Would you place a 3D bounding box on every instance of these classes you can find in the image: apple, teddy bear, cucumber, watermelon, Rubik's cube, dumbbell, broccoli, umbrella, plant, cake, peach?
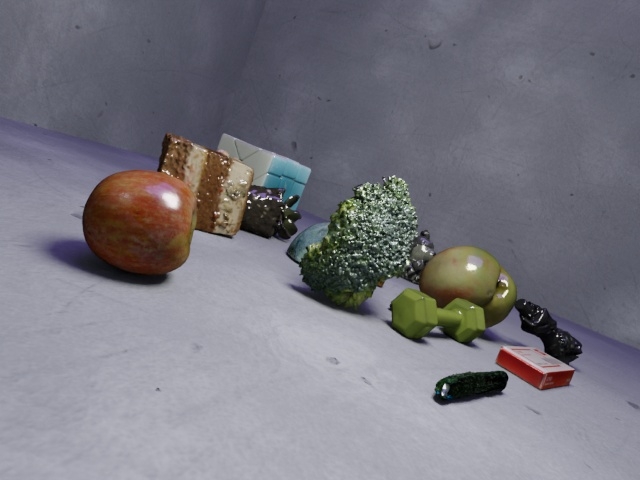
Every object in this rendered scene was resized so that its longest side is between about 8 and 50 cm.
[{"bbox_3d":[-0.315,-0.033,0.741,0.174,0.188,0.188,9,9,-9],"label":"apple"},{"bbox_3d":[0.434,0.082,1.859,0.171,0.250,0.144,-2,19,-35],"label":"teddy bear"},{"bbox_3d":[0.282,0.266,0.774,0.257,0.043,0.044,13,6,-43],"label":"cucumber"},{"bbox_3d":[0.003,-0.006,1.444,0.188,0.175,0.322,23,7,10],"label":"watermelon"},{"bbox_3d":[-0.289,-0.255,1.875,0.319,0.321,0.316,26,8,27],"label":"Rubik's cube"},{"bbox_3d":[0.310,0.199,1.078,0.302,0.121,0.108,15,38,-40],"label":"dumbbell"},{"bbox_3d":[0.079,0.048,1.118,0.353,0.397,0.274,-13,68,-42],"label":"broccoli"},{"bbox_3d":[0.698,0.277,1.301,0.272,0.110,0.122,42,44,-14],"label":"umbrella"},{"bbox_3d":[-0.205,-0.108,1.596,0.276,0.198,0.188,13,17,-29],"label":"plant"},{"bbox_3d":[-0.382,-0.180,1.335,0.291,0.255,0.282,13,11,-24],"label":"cake"},{"bbox_3d":[0.453,0.148,1.311,0.293,0.247,0.292,10,-22,4],"label":"peach"}]

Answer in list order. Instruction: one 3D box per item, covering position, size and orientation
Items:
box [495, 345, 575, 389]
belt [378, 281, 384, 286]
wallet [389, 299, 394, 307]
[{"bbox_3d":[0.557,0.325,1.076,0.230,0.049,0.123,15,9,-41],"label":"box"},{"bbox_3d":[0.192,0.137,1.483,0.083,0.035,0.059,27,3,37],"label":"belt"},{"bbox_3d":[0.263,0.203,1.239,0.095,0.026,0.176,30,11,20],"label":"wallet"}]
